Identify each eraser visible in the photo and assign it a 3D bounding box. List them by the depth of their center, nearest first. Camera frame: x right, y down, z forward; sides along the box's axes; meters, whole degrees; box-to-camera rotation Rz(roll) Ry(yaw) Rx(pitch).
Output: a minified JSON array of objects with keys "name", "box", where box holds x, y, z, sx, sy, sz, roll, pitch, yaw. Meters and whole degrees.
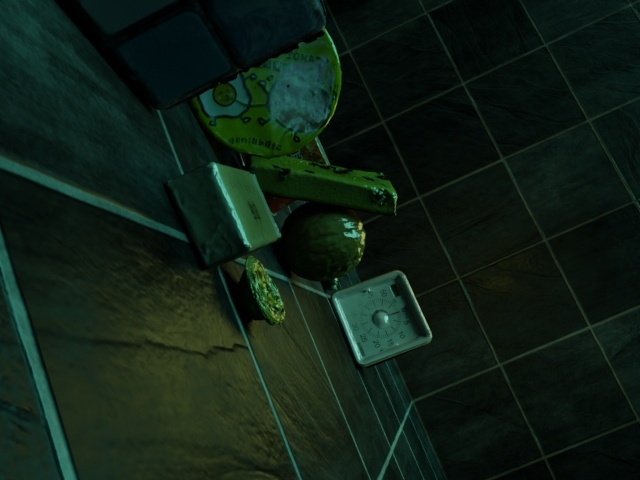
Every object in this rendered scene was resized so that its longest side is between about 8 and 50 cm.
[{"name":"eraser","box":[-0.143,-0.044,1.012,0.343,0.078,0.144,-45,111,-84]}]

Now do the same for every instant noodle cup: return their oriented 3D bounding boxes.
[{"name":"instant noodle cup","box":[-0.136,-0.360,1.355,0.325,0.326,0.254,63,-3,-18]},{"name":"instant noodle cup","box":[-0.090,-0.215,1.591,0.250,0.192,0.250,-25,90,-84]}]

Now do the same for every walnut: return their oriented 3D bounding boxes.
[{"name":"walnut","box":[0.000,0.000,1.475,0.213,0.213,0.213,-25,90,-84]}]

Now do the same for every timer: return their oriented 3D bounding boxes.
[{"name":"timer","box":[0.197,0.252,1.934,0.161,0.250,0.257,52,15,-66]}]

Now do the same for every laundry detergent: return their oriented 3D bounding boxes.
[{"name":"laundry detergent","box":[0.023,0.092,1.980,0.137,0.063,0.210,68,2,-48]}]

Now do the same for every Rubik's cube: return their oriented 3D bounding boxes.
[{"name":"Rubik's cube","box":[-0.210,-0.444,0.892,0.318,0.316,0.313,58,9,-57]}]

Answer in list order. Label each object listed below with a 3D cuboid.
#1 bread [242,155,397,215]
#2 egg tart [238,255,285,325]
[{"name":"bread","box":[0.000,-0.136,1.434,0.138,0.362,0.077,-108,-151,-64]},{"name":"egg tart","box":[-0.102,0.085,0.976,0.129,0.049,0.128,-24,90,-83]}]
